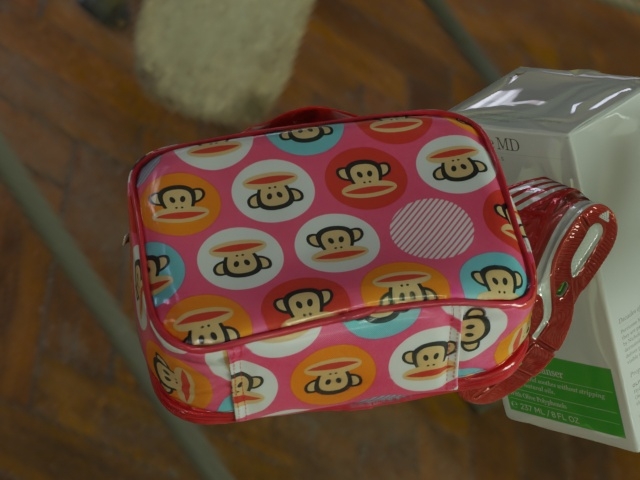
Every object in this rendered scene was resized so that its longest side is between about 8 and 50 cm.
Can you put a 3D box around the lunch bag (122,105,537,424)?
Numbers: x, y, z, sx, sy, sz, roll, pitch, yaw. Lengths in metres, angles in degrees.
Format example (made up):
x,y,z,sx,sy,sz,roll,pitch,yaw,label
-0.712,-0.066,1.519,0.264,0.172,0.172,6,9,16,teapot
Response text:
x,y,z,sx,sy,sz,roll,pitch,yaw,label
0.000,0.000,1.330,0.293,0.120,0.258,-7,48,-7,lunch bag

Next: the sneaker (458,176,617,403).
x,y,z,sx,sy,sz,roll,pitch,yaw,label
0.177,0.040,1.667,0.087,0.221,0.128,35,4,-39,sneaker

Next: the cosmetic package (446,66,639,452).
x,y,z,sx,sy,sz,roll,pitch,yaw,label
0.272,0.015,1.861,0.155,0.197,0.365,-33,116,-33,cosmetic package
